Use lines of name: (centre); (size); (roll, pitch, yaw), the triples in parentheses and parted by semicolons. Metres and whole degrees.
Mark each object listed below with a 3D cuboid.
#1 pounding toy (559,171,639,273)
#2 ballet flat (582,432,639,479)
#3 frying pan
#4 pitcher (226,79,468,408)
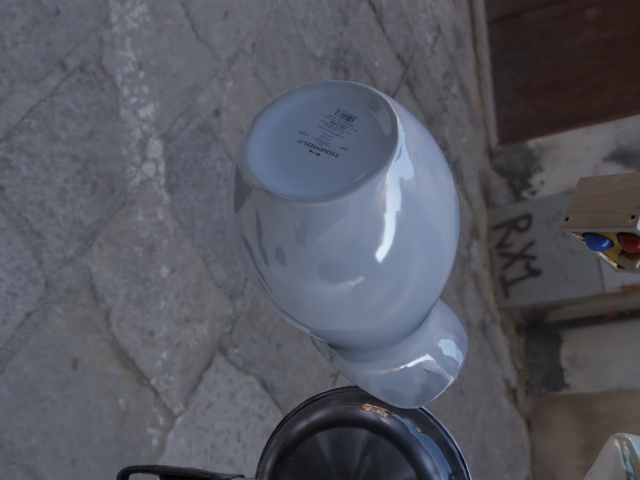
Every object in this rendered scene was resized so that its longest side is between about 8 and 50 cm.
pounding toy: (0.369, 0.002, 0.905); (0.141, 0.130, 0.100); (33, 75, -24)
ballet flat: (0.321, 0.210, 0.687); (0.147, 0.409, 0.147); (19, 48, -23)
frying pan: (-0.026, 0.196, 0.689); (0.197, 0.326, 0.053); (-67, 159, -2)
pitcher: (0.000, 0.000, 0.485); (0.125, 0.177, 0.207); (-55, 150, -23)
